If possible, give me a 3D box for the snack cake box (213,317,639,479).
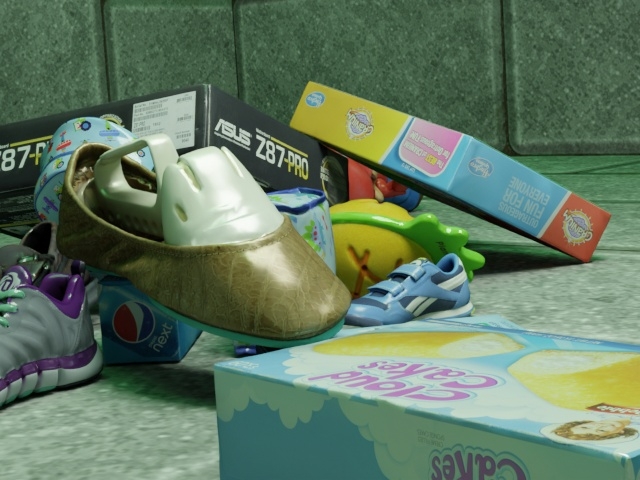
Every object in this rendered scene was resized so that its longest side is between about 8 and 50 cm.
[{"bbox_3d":[0.086,0.100,0.617,0.152,0.089,0.264,-8,8,-38],"label":"snack cake box"}]

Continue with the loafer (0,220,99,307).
[{"bbox_3d":[-0.272,0.042,1.203,0.109,0.095,0.302,-21,4,5],"label":"loafer"}]

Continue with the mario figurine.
[{"bbox_3d":[0.068,-0.117,2.101,0.198,0.170,0.320,-37,-12,15],"label":"mario figurine"}]

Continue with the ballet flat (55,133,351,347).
[{"bbox_3d":[-0.105,-0.017,1.030,0.116,0.124,0.342,-18,21,-31],"label":"ballet flat"}]

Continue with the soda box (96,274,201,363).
[{"bbox_3d":[-0.143,0.054,1.204,0.067,0.071,0.210,-3,7,4],"label":"soda box"}]

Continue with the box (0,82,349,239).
[{"bbox_3d":[-0.209,-0.066,1.596,0.395,0.097,0.318,-9,-18,29],"label":"box"}]

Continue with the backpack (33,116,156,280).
[{"bbox_3d":[-0.210,-0.034,1.368,0.158,0.173,0.117,-41,21,45],"label":"backpack"}]

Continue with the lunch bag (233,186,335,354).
[{"bbox_3d":[-0.029,0.023,1.168,0.096,0.128,0.151,-2,8,13],"label":"lunch bag"}]

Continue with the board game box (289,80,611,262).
[{"bbox_3d":[0.144,-0.083,1.575,0.242,0.064,0.316,24,2,-37],"label":"board game box"}]

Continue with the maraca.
[{"bbox_3d":[0.062,0.012,1.288,0.186,0.099,0.127,-3,-33,30],"label":"maraca"}]

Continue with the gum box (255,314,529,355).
[{"bbox_3d":[0.058,0.089,0.925,0.184,0.041,0.157,-4,7,-10],"label":"gum box"}]

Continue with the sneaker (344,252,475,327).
[{"bbox_3d":[0.073,0.047,1.203,0.144,0.059,0.053,-10,11,-36],"label":"sneaker"}]

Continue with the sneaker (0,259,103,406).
[{"bbox_3d":[-0.250,0.072,0.990,0.083,0.098,0.224,0,7,29],"label":"sneaker"}]
